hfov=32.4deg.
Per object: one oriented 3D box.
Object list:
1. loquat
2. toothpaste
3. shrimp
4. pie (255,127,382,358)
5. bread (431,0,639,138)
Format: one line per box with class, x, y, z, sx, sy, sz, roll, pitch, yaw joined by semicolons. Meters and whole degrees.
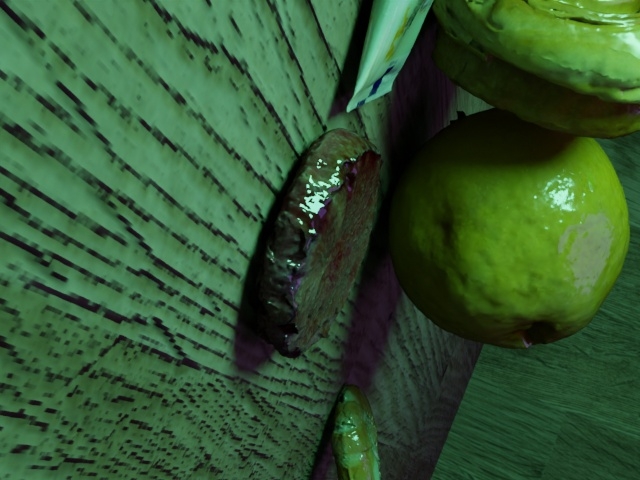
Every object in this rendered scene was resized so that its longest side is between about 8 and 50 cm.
loquat;0.156;-0.012;0.929;0.208;0.208;0.208;21;90;-77
toothpaste;0.077;-0.221;0.620;0.056;0.058;0.314;54;-48;51
shrimp;0.043;0.227;1.043;0.091;0.043;0.184;27;56;-68
pie;0.000;0.000;0.674;0.154;0.036;0.154;21;90;-77
bread;0.186;-0.171;0.801;0.236;0.198;0.120;-55;166;-48
